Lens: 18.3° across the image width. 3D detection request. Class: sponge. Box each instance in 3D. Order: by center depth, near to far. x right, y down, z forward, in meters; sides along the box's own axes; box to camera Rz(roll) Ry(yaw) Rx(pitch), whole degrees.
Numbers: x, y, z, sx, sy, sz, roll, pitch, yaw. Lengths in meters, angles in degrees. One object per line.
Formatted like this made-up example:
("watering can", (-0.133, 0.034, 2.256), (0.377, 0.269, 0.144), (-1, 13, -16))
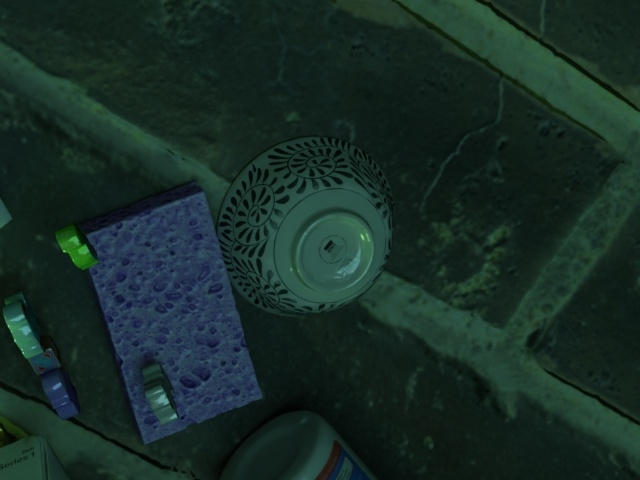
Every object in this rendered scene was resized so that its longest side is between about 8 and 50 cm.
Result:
("sponge", (-0.132, 0.064, 1.747), (0.117, 0.031, 0.210), (-20, 114, -12))

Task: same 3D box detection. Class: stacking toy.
("stacking toy", (-0.236, 0.100, 1.672), (0.167, 0.052, 0.221), (-23, 124, 3))

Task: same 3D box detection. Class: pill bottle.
("pill bottle", (0.017, 0.270, 1.819), (0.124, 0.124, 0.221), (-41, 115, -3))

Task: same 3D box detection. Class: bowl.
("bowl", (0.000, 0.000, 1.748), (0.170, 0.080, 0.170), (-6, 110, -17))

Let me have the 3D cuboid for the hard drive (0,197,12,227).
("hard drive", (-0.411, -0.092, 1.572), (0.210, 0.040, 0.319), (-32, 121, -8))

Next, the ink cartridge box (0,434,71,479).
("ink cartridge box", (-0.261, 0.295, 1.709), (0.160, 0.092, 0.219), (-23, 124, 4))
